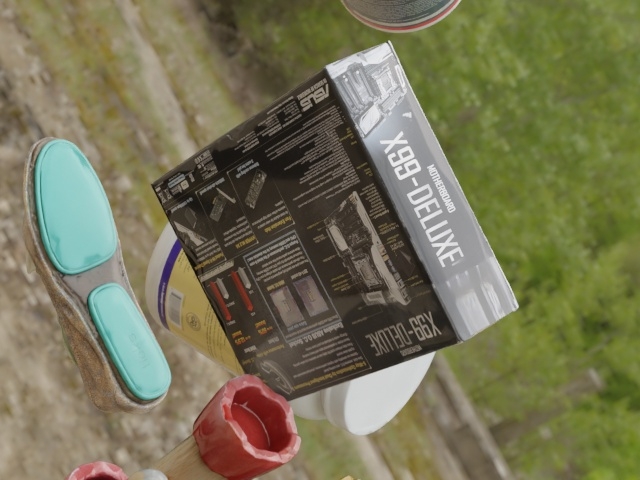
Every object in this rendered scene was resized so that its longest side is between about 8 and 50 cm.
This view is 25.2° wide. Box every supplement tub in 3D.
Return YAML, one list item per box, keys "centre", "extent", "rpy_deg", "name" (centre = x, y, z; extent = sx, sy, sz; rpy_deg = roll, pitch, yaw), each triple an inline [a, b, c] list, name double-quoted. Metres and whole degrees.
- centre: [-0.033, 0.082, 1.851]
  extent: [0.331, 0.241, 0.241]
  rpy_deg: [29, -12, 28]
  name: "supplement tub"
- centre: [0.091, -0.384, 1.797]
  extent: [0.191, 0.191, 0.272]
  rpy_deg: [63, 4, 11]
  name: "supplement tub"

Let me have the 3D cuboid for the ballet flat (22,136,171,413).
- centre: [-0.266, 0.047, 1.560]
  extent: [0.108, 0.106, 0.316]
  rpy_deg: [-16, 84, -43]
  name: "ballet flat"

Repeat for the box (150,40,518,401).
- centre: [0.000, 0.000, 1.241]
  extent: [0.307, 0.077, 0.242]
  rpy_deg: [-28, -91, 52]
  name: "box"

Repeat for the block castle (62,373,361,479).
- centre: [-0.018, 0.344, 1.118]
  extent: [0.453, 0.213, 0.303]
  rpy_deg: [54, 31, 7]
  name: "block castle"
